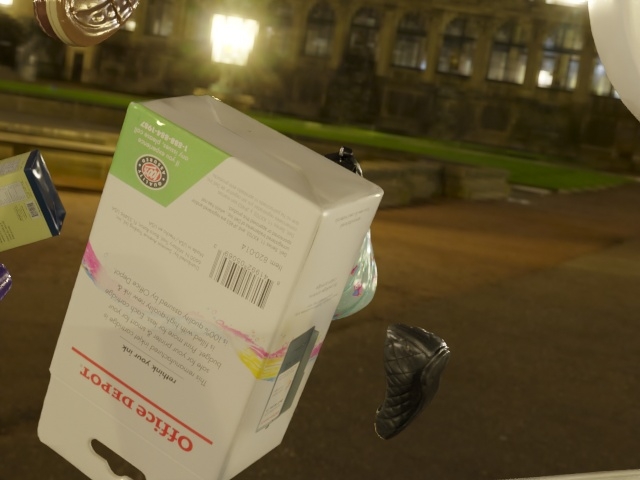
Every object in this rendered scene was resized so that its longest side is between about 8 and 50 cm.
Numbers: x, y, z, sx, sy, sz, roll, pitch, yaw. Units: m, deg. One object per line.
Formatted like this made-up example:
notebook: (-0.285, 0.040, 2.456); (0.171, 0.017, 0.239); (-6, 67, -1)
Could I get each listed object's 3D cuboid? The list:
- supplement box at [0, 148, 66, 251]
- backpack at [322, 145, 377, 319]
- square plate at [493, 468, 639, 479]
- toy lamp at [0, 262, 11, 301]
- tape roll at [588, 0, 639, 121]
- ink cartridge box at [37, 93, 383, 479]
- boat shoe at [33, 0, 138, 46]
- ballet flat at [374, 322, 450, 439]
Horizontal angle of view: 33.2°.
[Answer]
supplement box: (-0.330, -0.041, 1.153); (0.083, 0.083, 0.056); (-16, 26, 3)
backpack: (0.000, 0.000, 1.250); (0.152, 0.182, 0.115); (-23, -37, 18)
square plate: (0.035, 0.263, 0.553); (0.344, 0.347, 0.049); (-5, 21, 9)
toy lamp: (-0.473, 0.108, 1.251); (0.080, 0.080, 0.274); (13, 38, 29)
tape roll: (0.328, -0.174, 0.714); (0.286, 0.286, 0.100); (9, 10, -1)
ink cartridge box: (-0.111, 0.071, 0.972); (0.207, 0.353, 0.119); (31, 23, 20)
boat shoe: (-0.268, -0.339, 1.193); (0.123, 0.342, 0.123); (-4, -37, 16)
ballet flat: (0.069, 0.116, 0.886); (0.049, 0.173, 0.057); (39, 61, 17)
